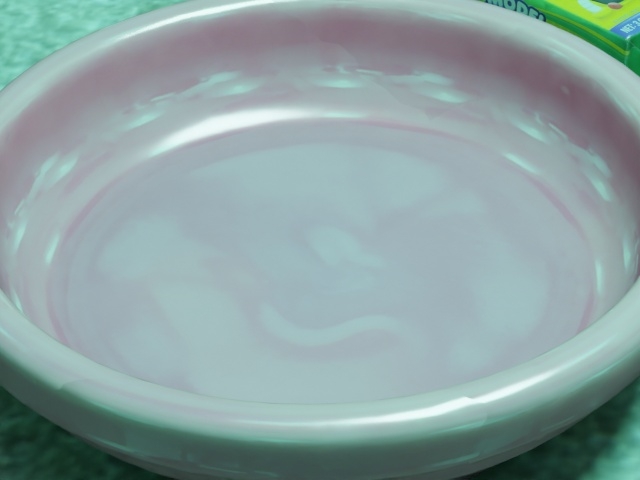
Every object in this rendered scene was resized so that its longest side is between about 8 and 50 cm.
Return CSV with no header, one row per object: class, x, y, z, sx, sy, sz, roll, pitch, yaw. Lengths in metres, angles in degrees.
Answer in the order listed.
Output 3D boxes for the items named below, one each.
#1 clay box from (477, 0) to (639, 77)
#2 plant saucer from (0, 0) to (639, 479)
clay box,0.129,-0.157,1.002,0.127,0.053,0.222,-29,46,-32
plant saucer,0.000,0.000,0.775,0.332,0.084,0.332,0,37,0
